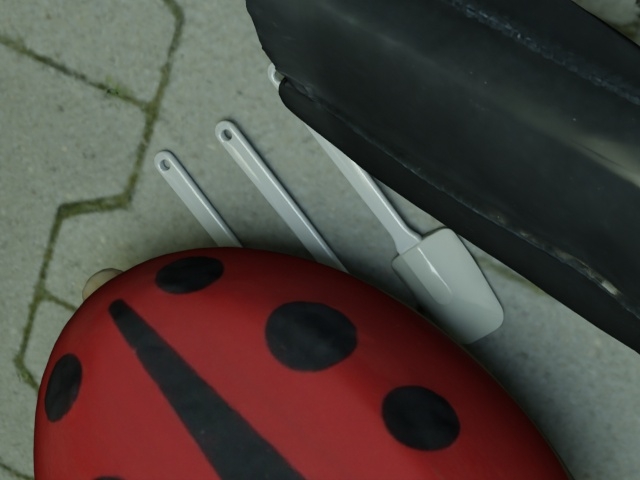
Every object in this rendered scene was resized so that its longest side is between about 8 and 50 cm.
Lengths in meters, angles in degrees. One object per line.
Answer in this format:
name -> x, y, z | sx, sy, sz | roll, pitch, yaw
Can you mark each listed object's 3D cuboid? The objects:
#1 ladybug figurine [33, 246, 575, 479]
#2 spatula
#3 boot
ladybug figurine -> -0.020, 0.160, 0.645 | 0.305, 0.162, 0.449 | -45, 63, -10
spatula -> 0.000, 0.000, 0.765 | 0.168, 0.019, 0.242 | -34, 94, 31
boot -> 0.165, 0.026, 0.623 | 0.445, 0.146, 0.367 | 33, 154, 18
